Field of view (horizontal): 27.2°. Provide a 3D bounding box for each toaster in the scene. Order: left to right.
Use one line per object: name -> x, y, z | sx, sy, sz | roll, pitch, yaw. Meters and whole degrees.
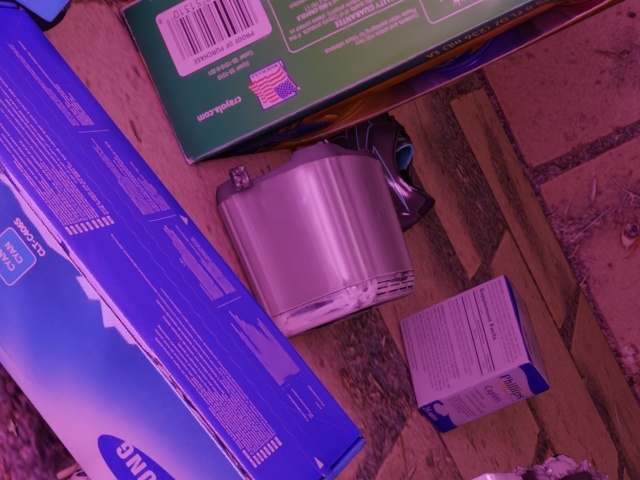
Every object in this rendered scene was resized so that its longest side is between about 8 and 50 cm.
toaster -> 0.000, 0.000, 1.179 | 0.147, 0.129, 0.227 | 69, 16, 6

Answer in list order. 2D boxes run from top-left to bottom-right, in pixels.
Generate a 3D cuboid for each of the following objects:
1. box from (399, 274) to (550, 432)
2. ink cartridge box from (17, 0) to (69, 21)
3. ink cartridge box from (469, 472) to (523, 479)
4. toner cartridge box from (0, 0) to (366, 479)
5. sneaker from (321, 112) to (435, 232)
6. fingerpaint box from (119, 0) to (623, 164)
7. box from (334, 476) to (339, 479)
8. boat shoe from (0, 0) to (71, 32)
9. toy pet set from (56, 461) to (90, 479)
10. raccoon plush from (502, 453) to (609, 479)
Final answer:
box -> 0.171, 0.127, 1.480 | 0.072, 0.137, 0.126 | 48, 24, -44
ink cartridge box -> -0.236, -0.252, 0.809 | 0.231, 0.078, 0.134 | 33, 26, -29
ink cartridge box -> 0.122, 0.308, 1.072 | 0.086, 0.148, 0.203 | 23, 44, -62
toner cartridge box -> -0.127, 0.018, 0.740 | 0.348, 0.075, 0.165 | 51, 18, 5
sneaker -> 0.050, -0.118, 1.526 | 0.101, 0.106, 0.267 | 27, 39, -61
fingerpaint box -> 0.098, -0.233, 1.251 | 0.163, 0.444, 0.371 | 66, 17, 0
box -> -0.029, 0.168, 1.006 | 0.179, 0.043, 0.105 | 63, 17, 2
boat shoe -> -0.222, -0.274, 0.973 | 0.109, 0.089, 0.258 | 28, 40, -62
toy pet set -> -0.096, 0.159, 0.783 | 0.122, 0.065, 0.114 | 55, 20, -30
raccoon plush -> 0.235, 0.423, 1.324 | 0.299, 0.216, 0.447 | 62, 41, -60
